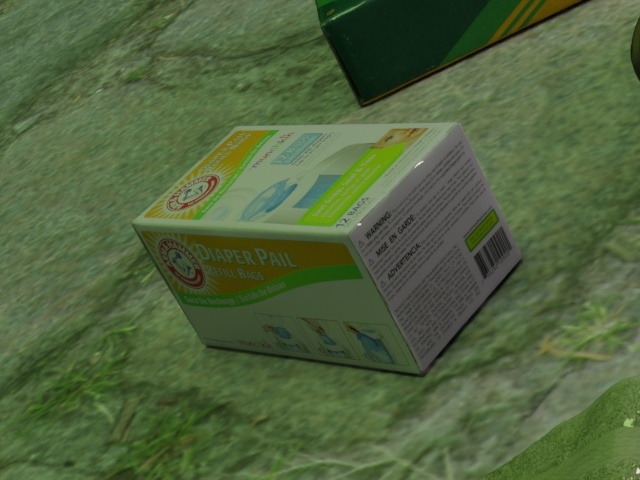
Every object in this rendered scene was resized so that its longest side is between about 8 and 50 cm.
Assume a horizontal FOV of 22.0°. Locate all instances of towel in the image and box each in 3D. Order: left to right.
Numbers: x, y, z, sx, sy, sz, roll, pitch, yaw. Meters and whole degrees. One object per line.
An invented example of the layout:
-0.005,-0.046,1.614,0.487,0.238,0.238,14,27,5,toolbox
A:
0.093,0.126,0.727,0.148,0.027,0.110,-39,15,36,towel

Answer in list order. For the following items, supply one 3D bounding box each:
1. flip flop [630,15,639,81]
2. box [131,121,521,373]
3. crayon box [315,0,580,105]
0.276,-0.165,1.053,0.277,0.112,0.080,-53,9,-36,flip flop
0.000,0.000,1.010,0.203,0.103,0.114,4,40,47,box
0.151,-0.246,1.326,0.323,0.083,0.203,-25,27,7,crayon box
